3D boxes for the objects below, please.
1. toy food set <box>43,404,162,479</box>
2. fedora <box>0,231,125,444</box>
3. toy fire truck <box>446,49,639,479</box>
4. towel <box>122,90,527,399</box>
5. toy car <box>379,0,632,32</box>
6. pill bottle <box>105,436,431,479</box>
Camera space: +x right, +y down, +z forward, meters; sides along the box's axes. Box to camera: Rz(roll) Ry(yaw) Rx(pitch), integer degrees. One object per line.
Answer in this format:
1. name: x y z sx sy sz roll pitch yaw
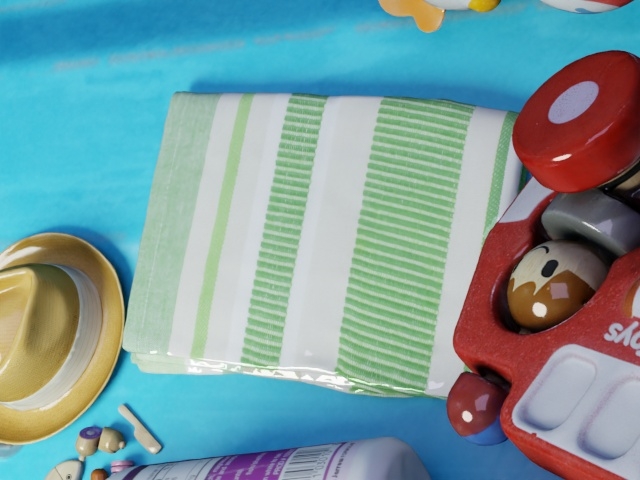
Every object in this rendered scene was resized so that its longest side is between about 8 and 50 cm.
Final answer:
1. toy food set: -0.191 0.199 0.995 0.078 0.019 0.122 42 95 26
2. fedora: -0.263 0.078 1.025 0.194 0.079 0.194 -6 74 21
3. toy fire truck: 0.192 0.032 0.726 0.254 0.169 0.302 -50 28 -12
4. towel: 0.000 0.000 0.958 0.325 0.038 0.247 4 77 26
5. toy car: 0.134 -0.228 0.899 0.238 0.219 0.210 -37 63 43
6. pill bottle: -0.073 0.239 0.851 0.302 0.169 0.169 -11 73 21
